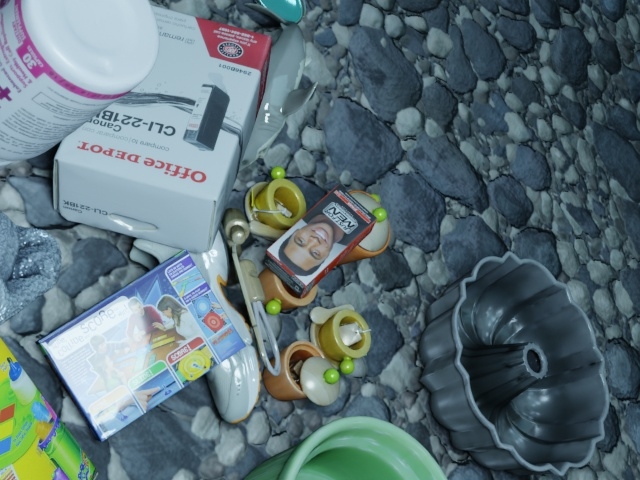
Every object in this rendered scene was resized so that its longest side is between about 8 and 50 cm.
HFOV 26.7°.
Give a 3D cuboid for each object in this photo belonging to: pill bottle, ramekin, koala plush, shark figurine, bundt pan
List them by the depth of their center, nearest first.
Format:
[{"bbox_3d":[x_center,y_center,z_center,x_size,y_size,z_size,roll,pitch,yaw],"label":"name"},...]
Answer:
[{"bbox_3d":[-0.393,-0.008,1.399,0.221,0.196,0.203,56,32,-6],"label":"koala plush"},{"bbox_3d":[-0.317,-0.183,1.469,0.160,0.283,0.160,20,58,-36],"label":"pill bottle"},{"bbox_3d":[0.025,0.376,1.621,0.303,0.148,0.303,20,57,-36],"label":"ramekin"},{"bbox_3d":[-0.074,-0.245,1.824,0.116,0.166,0.278,26,52,-20],"label":"shark figurine"},{"bbox_3d":[0.268,0.191,1.956,0.331,0.124,0.330,21,57,-35],"label":"bundt pan"}]

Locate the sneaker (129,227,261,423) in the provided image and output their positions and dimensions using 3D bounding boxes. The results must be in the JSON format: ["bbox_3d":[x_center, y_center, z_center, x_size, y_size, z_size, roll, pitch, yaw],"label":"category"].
[{"bbox_3d":[-0.160,0.102,1.635,0.121,0.099,0.262,-14,81,-27],"label":"sneaker"}]

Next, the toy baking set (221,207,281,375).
[{"bbox_3d":[-0.081,0.060,1.637,0.030,0.256,0.196,-16,99,-5],"label":"toy baking set"}]

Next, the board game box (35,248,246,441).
[{"bbox_3d":[-0.205,0.119,1.548,0.201,0.035,0.136,-32,95,-19],"label":"board game box"}]

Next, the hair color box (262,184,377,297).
[{"bbox_3d":[0.000,0.000,1.738,0.072,0.043,0.141,41,64,10],"label":"hair color box"}]

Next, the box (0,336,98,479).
[{"bbox_3d":[-0.396,0.226,1.218,0.279,0.177,0.290,63,38,-32],"label":"box"}]

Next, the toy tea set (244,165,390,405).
[{"bbox_3d":[0.013,0.058,1.779,0.200,0.124,0.336,14,61,-39],"label":"toy tea set"}]

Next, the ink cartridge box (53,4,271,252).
[{"bbox_3d":[-0.188,-0.141,1.635,0.197,0.114,0.272,14,55,1],"label":"ink cartridge box"}]

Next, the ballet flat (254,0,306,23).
[{"bbox_3d":[-0.091,-0.390,1.944,0.188,0.070,0.070,48,45,-16],"label":"ballet flat"}]
